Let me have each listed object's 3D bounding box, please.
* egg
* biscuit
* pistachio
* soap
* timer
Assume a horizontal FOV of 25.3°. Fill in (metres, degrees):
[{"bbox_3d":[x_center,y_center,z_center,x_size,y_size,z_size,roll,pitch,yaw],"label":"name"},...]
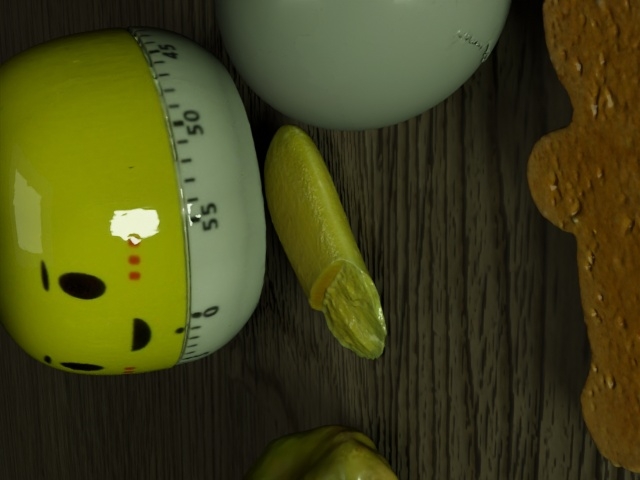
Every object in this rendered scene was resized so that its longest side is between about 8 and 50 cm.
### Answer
[{"bbox_3d":[0.019,-0.130,0.733,0.198,0.146,0.146,161,98,-71],"label":"egg"},{"bbox_3d":[0.152,-0.016,0.629,0.165,0.036,0.250,-6,97,64],"label":"biscuit"},{"bbox_3d":[-0.013,0.194,0.974,0.110,0.100,0.189,58,149,30],"label":"pistachio"},{"bbox_3d":[0.000,0.000,0.953,0.089,0.033,0.168,107,143,-55],"label":"soap"},{"bbox_3d":[-0.197,-0.022,1.058,0.285,0.285,0.285,35,130,56],"label":"timer"}]
